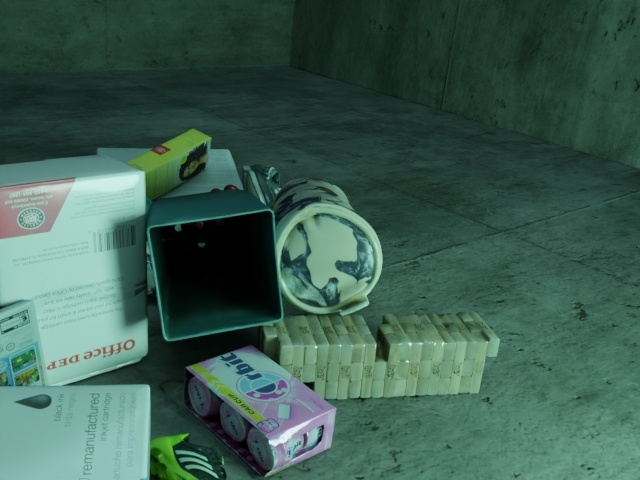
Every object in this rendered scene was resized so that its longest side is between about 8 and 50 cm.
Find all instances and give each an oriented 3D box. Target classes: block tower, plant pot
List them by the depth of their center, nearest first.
[{"bbox_3d":[0.081,0.166,1.049,0.336,0.097,0.091,-1,23,-13],"label":"block tower"},{"bbox_3d":[-0.167,0.012,1.066,0.166,0.165,0.234,-9,20,-14],"label":"plant pot"}]

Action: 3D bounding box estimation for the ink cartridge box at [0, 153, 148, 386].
[{"bbox_3d":[-0.352,0.040,0.980,0.207,0.283,0.117,-13,25,-40],"label":"ink cartridge box"}]

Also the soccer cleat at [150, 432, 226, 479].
[{"bbox_3d":[-0.127,0.262,0.795,0.072,0.060,0.179,-11,25,-40],"label":"soccer cleat"}]

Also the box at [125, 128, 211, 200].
[{"bbox_3d":[-0.326,-0.156,1.534,0.058,0.087,0.232,28,39,19],"label":"box"}]

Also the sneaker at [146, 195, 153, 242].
[{"bbox_3d":[-0.414,-0.025,1.321,0.296,0.123,0.178,-6,2,22],"label":"sneaker"}]

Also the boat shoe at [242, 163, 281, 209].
[{"bbox_3d":[-0.117,-0.107,1.633,0.099,0.116,0.319,-2,18,-11],"label":"boat shoe"}]

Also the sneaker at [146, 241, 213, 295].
[{"bbox_3d":[-0.235,0.066,1.197,0.235,0.094,0.153,6,11,-30],"label":"sneaker"}]

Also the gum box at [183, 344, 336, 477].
[{"bbox_3d":[-0.077,0.213,0.921,0.107,0.062,0.188,-14,29,-40],"label":"gum box"}]

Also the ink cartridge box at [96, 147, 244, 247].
[{"bbox_3d":[-0.314,-0.066,1.566,0.308,0.091,0.385,-1,40,-20],"label":"ink cartridge box"}]

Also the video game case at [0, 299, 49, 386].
[{"bbox_3d":[-0.395,0.161,0.852,0.019,0.143,0.157,7,19,31],"label":"video game case"}]

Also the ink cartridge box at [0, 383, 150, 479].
[{"bbox_3d":[-0.305,0.246,0.619,0.308,0.129,0.223,2,40,-12],"label":"ink cartridge box"}]

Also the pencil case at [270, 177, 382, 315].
[{"bbox_3d":[0.000,0.000,1.202,0.160,0.183,0.410,-38,11,4],"label":"pencil case"}]

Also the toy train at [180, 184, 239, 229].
[{"bbox_3d":[-0.186,-0.017,1.393,0.105,0.143,0.248,-50,18,-18],"label":"toy train"}]
